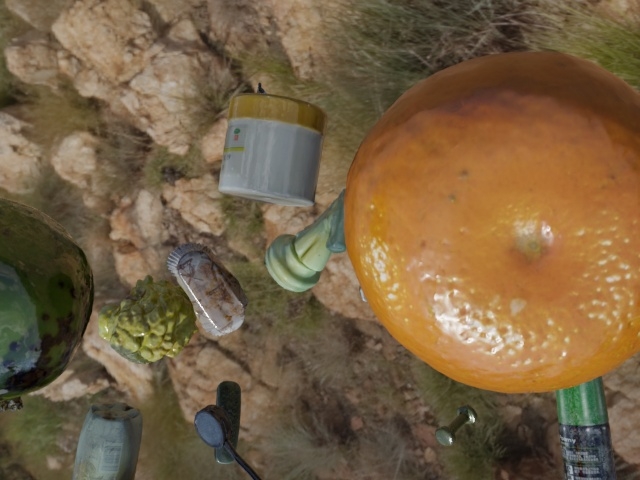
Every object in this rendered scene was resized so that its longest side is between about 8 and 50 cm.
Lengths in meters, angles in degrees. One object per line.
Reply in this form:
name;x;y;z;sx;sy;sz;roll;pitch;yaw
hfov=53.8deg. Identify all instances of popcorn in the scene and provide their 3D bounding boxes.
popcorn;-0.424;0.192;1.569;0.217;0.235;0.181;6;138;24

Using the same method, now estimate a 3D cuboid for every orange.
orange;0.239;-0.022;0.802;0.424;0.326;0.423;1;100;3

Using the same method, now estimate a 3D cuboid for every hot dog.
hot dog;-0.263;0.113;1.493;0.069;0.131;0.252;15;139;60

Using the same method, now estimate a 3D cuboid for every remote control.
remote control;-0.260;0.502;1.750;0.042;0.072;0.221;-28;54;51

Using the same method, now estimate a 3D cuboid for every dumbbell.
dumbbell;0.313;0.425;1.453;0.052;0.118;0.046;-31;87;49

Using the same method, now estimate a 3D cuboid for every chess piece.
chess piece;0.000;0.000;1.682;0.298;0.176;0.175;-41;78;33

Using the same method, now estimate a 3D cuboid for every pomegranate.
pomegranate;-0.388;0.085;0.730;0.254;0.254;0.270;5;105;36

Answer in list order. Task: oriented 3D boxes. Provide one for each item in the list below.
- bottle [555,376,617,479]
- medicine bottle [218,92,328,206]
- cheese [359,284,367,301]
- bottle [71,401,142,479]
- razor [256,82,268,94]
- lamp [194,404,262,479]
bottle;0.507;0.412;1.196;0.093;0.093;0.329;-10;82;39
medicine bottle;-0.115;-0.210;1.512;0.238;0.238;0.231;8;88;35
cheese;0.196;0.085;1.455;0.050;0.235;0.127;-165;62;-67
bottle;-0.305;0.361;0.870;0.083;0.083;0.269;14;94;34
razor;-0.112;-0.322;1.775;0.253;0.042;0.082;64;169;3
lamp;-0.052;0.403;1.031;0.371;0.108;0.130;40;127;13
